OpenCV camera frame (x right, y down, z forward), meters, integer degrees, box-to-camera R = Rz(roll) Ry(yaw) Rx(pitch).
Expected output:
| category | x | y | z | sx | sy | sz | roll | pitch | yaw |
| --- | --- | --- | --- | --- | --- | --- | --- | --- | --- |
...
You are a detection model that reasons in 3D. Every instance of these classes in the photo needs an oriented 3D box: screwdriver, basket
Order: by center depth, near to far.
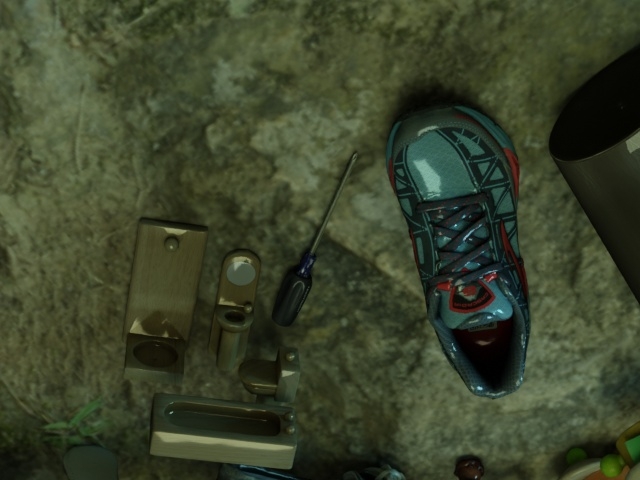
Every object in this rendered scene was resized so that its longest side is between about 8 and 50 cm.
| category | x | y | z | sx | sy | sz | roll | pitch | yaw |
| --- | --- | --- | --- | --- | --- | --- | --- | --- | --- |
| basket | 0.295 | -0.030 | 1.231 | 0.204 | 0.154 | 0.227 | -36 | 113 | 18 |
| screwdriver | 0.000 | 0.000 | 1.320 | 0.025 | 0.024 | 0.170 | 7 | 120 | -41 |

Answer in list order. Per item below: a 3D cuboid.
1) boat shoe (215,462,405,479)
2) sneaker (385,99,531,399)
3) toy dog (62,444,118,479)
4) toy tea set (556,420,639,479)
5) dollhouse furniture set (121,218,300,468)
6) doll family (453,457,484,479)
| category | x | y | z | sx | sy | sz | roll | pitch | yaw |
| --- | --- | --- | --- | --- | --- | --- | --- | --- | --- |
| boat shoe | 0.040 | 0.250 | 1.423 | 0.306 | 0.113 | 0.105 | 13 | 93 | -20 |
| sneaker | 0.123 | 0.013 | 1.264 | 0.104 | 0.125 | 0.262 | -15 | 121 | 8 |
| toy dog | -0.260 | 0.272 | 1.394 | 0.333 | 0.161 | 0.220 | 22 | 82 | 18 |
| toy tea set | 0.342 | 0.139 | 1.379 | 0.336 | 0.124 | 0.200 | -29 | 148 | 12 |
| dollhouse furniture set | -0.085 | 0.082 | 1.289 | 0.144 | 0.151 | 0.123 | 7 | 122 | -8 |
| doll family | 0.183 | 0.262 | 1.434 | 0.076 | 0.111 | 0.193 | -29 | 127 | 29 |
